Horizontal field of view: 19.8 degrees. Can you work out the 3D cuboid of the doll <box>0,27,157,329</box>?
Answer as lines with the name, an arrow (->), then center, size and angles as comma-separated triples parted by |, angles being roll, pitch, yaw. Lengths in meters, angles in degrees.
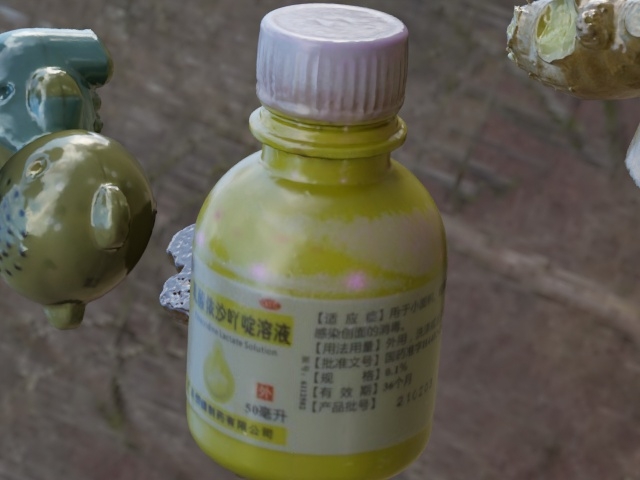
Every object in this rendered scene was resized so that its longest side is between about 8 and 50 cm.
doll -> -0.249, -0.060, 1.710 | 0.162, 0.260, 0.177 | -3, -37, -36

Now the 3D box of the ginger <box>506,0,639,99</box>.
ginger -> 0.255, -0.179, 1.689 | 0.157, 0.216, 0.102 | 16, -98, -41

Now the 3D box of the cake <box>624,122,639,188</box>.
cake -> 0.401, -0.004, 1.544 | 0.332, 0.332, 0.321 | -44, -29, -63

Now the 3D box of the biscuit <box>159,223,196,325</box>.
biscuit -> -0.045, 0.032, 1.808 | 0.208, 0.290, 0.041 | -44, -53, -29

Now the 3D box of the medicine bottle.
medicine bottle -> 0.000, 0.000, 0.863 | 0.122, 0.122, 0.212 | -46, -37, -61
